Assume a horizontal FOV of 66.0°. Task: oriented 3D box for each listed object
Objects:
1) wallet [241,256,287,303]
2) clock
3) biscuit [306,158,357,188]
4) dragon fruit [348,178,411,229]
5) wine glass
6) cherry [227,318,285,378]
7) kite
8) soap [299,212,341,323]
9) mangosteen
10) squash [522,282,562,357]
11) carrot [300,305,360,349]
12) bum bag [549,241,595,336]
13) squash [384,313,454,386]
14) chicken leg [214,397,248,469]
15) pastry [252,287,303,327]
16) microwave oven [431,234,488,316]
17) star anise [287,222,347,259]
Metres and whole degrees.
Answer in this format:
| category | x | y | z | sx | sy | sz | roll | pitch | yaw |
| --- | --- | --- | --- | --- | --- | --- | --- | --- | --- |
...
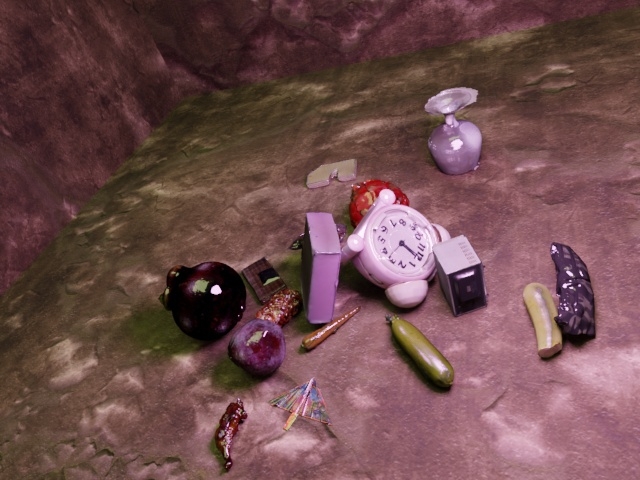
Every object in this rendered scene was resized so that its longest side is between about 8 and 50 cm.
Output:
| category | x | y | z | sx | sy | sz | roll | pitch | yaw |
| --- | --- | --- | --- | --- | --- | --- | --- | --- | --- |
| wallet | -0.229 | 0.156 | 1.982 | 0.124 | 0.042 | 0.230 | -33 | 37 | -10 |
| clock | 0.264 | 0.032 | 1.693 | 0.326 | 0.184 | 0.342 | 35 | 67 | 2 |
| biscuit | 0.057 | -0.326 | 2.412 | 0.250 | 0.046 | 0.147 | -10 | 41 | 14 |
| dragon fruit | 0.225 | -0.120 | 1.948 | 0.244 | 0.244 | 0.299 | -28 | 45 | -7 |
| wine glass | 0.567 | -0.451 | 2.090 | 0.238 | 0.323 | 0.238 | -14 | 41 | 12 |
| cherry | -0.207 | 0.350 | 1.633 | 0.195 | 0.195 | 0.195 | -14 | 39 | 11 |
| kite | -0.052 | 0.501 | 1.509 | 0.241 | 0.014 | 0.183 | 12 | 50 | 34 |
| soap | -0.008 | 0.091 | 1.715 | 0.107 | 0.296 | 0.285 | 1 | 31 | -7 |
| mangosteen | -0.420 | 0.202 | 1.803 | 0.297 | 0.297 | 0.313 | -39 | 80 | -20 |
| squash | 0.651 | 0.226 | 1.443 | 0.083 | 0.083 | 0.250 | -9 | 43 | 16 |
| carrot | 0.039 | 0.296 | 1.688 | 0.254 | 0.049 | 0.049 | -32 | 39 | -19 |
| bum bag | 0.747 | 0.143 | 1.453 | 0.095 | 0.144 | 0.340 | -48 | 14 | 44 |
| squash | 0.290 | 0.319 | 1.501 | 0.087 | 0.087 | 0.331 | -29 | 37 | -9 |
| chicken leg | -0.278 | 0.580 | 1.496 | 0.090 | 0.048 | 0.219 | -8 | 40 | 22 |
| pastry | -0.152 | 0.253 | 1.790 | 0.115 | 0.097 | 0.208 | 30 | 59 | 34 |
| microwave oven | 0.449 | 0.111 | 1.570 | 0.129 | 0.205 | 0.163 | -20 | 39 | 3 |
| star anise | -0.002 | 0.002 | 1.949 | 0.212 | 0.129 | 0.283 | -36 | -4 | 15 |
